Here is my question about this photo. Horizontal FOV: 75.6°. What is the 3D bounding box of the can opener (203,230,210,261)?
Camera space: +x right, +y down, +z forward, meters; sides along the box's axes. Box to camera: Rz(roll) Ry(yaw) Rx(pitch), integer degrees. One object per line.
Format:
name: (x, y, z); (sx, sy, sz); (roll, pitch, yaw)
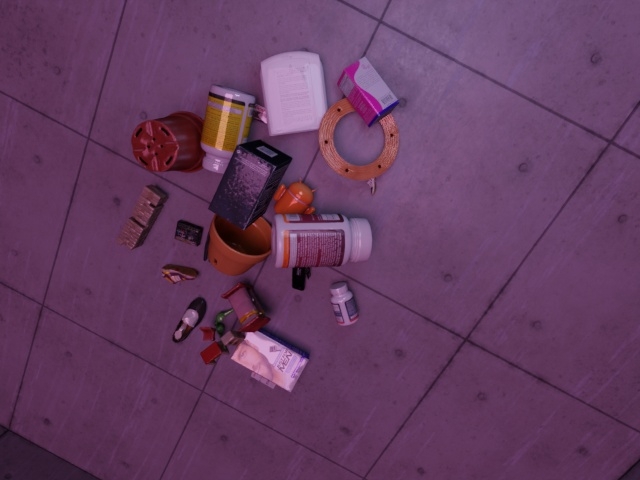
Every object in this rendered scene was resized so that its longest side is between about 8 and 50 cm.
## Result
can opener: (-0.526, 0.024, 1.963); (0.059, 0.073, 0.186); (23, 119, -5)

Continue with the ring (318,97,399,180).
ring: (0.154, -0.409, 1.666); (0.336, 0.032, 0.337); (0, 92, -11)

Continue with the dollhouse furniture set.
dollhouse furniture set: (-0.441, 0.393, 1.934); (0.374, 0.152, 0.201); (-38, 67, 5)

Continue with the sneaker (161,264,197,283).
sneaker: (-0.693, 0.177, 2.038); (0.185, 0.069, 0.084); (13, 117, 12)

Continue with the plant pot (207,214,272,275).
plant pot: (-0.371, 0.019, 1.834); (0.290, 0.291, 0.203); (36, 127, -2)

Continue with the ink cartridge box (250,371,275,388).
ink cartridge box: (-0.274, 0.679, 2.117); (0.135, 0.056, 0.099); (30, 108, 0)

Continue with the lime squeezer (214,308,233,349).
lime squeezer: (-0.483, 0.424, 2.088); (0.109, 0.059, 0.311); (12, 110, -26)

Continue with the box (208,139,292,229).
box: (-0.285, -0.240, 1.711); (0.182, 0.296, 0.294); (29, 109, 0)

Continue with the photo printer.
photo printer: (-0.105, -0.590, 1.657); (0.255, 0.107, 0.308); (-8, 106, 0)

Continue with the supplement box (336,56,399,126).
supplement box: (0.180, -0.571, 1.593); (0.111, 0.114, 0.220); (-37, 91, -17)

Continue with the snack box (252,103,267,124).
snack box: (-0.210, -0.521, 1.757); (0.178, 0.022, 0.064); (23, 107, 2)

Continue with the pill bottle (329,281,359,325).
pill bottle: (0.105, 0.289, 1.905); (0.107, 0.108, 0.180); (-13, 104, 14)

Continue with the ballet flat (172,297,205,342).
ballet flat: (-0.667, 0.417, 2.086); (0.095, 0.096, 0.280); (33, 109, -1)

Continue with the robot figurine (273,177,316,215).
robot figurine: (-0.114, -0.162, 1.796); (0.219, 0.128, 0.158); (-51, 61, 20)

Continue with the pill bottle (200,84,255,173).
pill bottle: (-0.394, -0.458, 1.722); (0.187, 0.188, 0.334); (18, 109, 4)

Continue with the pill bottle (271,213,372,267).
pill bottle: (0.000, 0.000, 1.724); (0.392, 0.224, 0.224); (0, 108, -13)

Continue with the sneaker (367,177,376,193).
sneaker: (0.218, -0.241, 1.767); (0.036, 0.032, 0.083); (3, 103, 23)

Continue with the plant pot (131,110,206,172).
plant pot: (-0.632, -0.405, 1.739); (0.272, 0.265, 0.273); (3, 107, 10)

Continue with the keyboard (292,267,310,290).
keyboard: (-0.084, 0.144, 1.941); (0.100, 0.038, 0.192); (15, 112, 30)

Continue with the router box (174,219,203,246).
router box: (-0.628, -0.035, 1.971); (0.122, 0.038, 0.092); (20, 109, 4)

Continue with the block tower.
block tower: (-0.845, -0.105, 1.961); (0.097, 0.091, 0.335); (38, 110, -2)

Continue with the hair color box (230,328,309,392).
hair color box: (-0.244, 0.572, 2.027); (0.338, 0.110, 0.185); (29, 89, 2)
